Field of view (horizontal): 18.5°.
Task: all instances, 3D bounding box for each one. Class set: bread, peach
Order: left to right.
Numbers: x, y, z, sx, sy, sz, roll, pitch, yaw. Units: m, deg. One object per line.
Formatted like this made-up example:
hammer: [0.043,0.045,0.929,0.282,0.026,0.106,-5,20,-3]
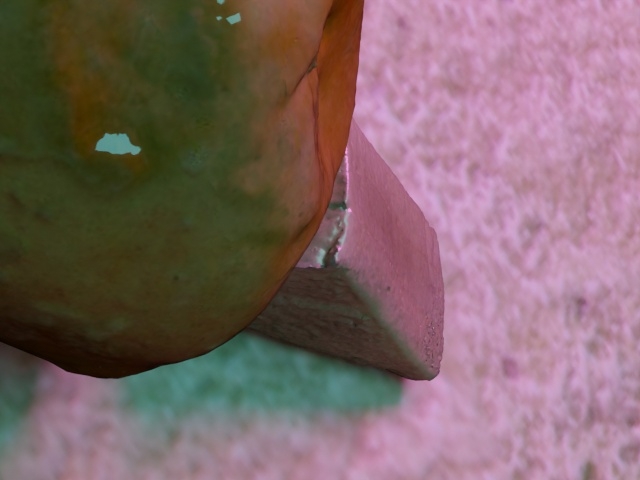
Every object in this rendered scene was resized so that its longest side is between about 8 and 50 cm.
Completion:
peach: [-0.089,-0.062,0.645,0.214,0.214,0.235,-30,113,-44]
bread: [-0.017,0.004,0.793,0.152,0.105,0.077,53,37,-60]
